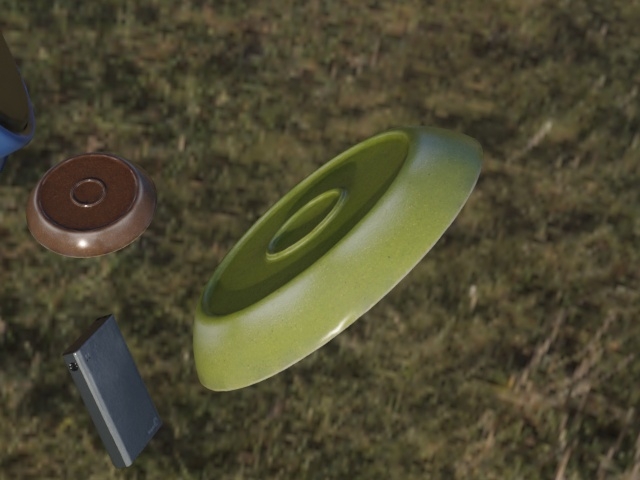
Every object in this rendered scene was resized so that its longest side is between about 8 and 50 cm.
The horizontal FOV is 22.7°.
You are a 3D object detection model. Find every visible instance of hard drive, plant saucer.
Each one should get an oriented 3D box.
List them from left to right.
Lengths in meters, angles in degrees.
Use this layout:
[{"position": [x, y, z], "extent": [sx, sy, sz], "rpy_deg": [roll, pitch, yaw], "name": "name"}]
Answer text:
[{"position": [-0.291, -0.053, 2.013], "extent": [0.168, 0.029, 0.168], "rpy_deg": [-1, 53, 2], "name": "plant saucer"}, {"position": [-0.215, 0.157, 1.658], "extent": [0.022, 0.135, 0.094], "rpy_deg": [-15, 17, 23], "name": "hard drive"}, {"position": [0.000, 0.000, 1.043], "extent": [0.037, 0.241, 0.241], "rpy_deg": [48, 39, -15], "name": "plant saucer"}]

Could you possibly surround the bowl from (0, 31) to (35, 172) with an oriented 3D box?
[{"position": [-0.343, -0.210, 1.186], "extent": [0.077, 0.391, 0.391], "rpy_deg": [-31, 47, 4], "name": "bowl"}]
